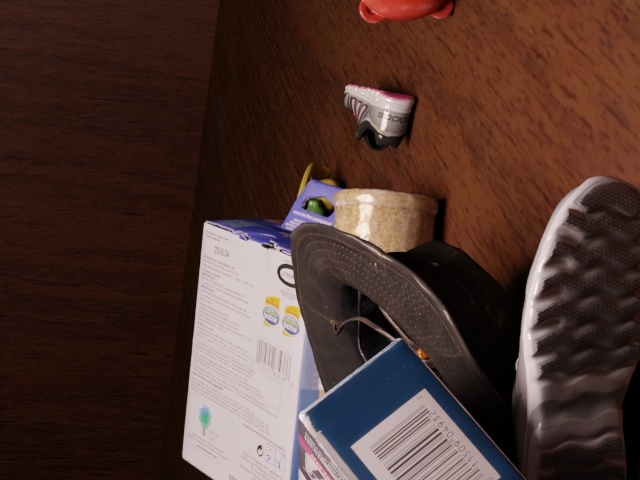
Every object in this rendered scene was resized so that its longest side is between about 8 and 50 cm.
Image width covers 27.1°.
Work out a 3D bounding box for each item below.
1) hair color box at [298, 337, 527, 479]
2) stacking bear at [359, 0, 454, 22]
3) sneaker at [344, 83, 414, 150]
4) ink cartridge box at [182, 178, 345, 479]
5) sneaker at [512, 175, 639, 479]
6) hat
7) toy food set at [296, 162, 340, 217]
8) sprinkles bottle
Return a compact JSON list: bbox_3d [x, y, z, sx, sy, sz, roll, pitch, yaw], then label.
[{"bbox_3d":[0.071,0.228,1.096,0.174,0.105,0.347,49,164,19],"label":"hair color box"},{"bbox_3d":[0.085,-0.385,1.459,0.164,0.175,0.289,171,95,-74],"label":"stacking bear"},{"bbox_3d":[0.066,-0.151,1.650,0.170,0.063,0.074,-151,71,-70],"label":"sneaker"},{"bbox_3d":[-0.036,0.126,1.672,0.270,0.151,0.395,20,109,54],"label":"ink cartridge box"},{"bbox_3d":[0.185,0.083,1.017,0.115,0.105,0.281,-121,38,-71],"label":"sneaker"},{"bbox_3d":[0.108,0.095,1.202,0.331,0.134,0.331,42,154,27],"label":"hat"},{"bbox_3d":[0.000,0.000,1.907,0.128,0.071,0.217,-50,-29,-72],"label":"toy food set"},{"bbox_3d":[0.058,0.124,1.465,0.121,0.121,0.355,167,108,-76],"label":"sprinkles bottle"}]
